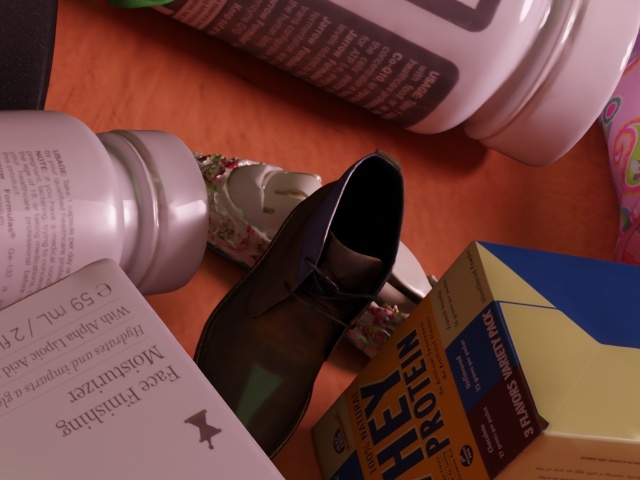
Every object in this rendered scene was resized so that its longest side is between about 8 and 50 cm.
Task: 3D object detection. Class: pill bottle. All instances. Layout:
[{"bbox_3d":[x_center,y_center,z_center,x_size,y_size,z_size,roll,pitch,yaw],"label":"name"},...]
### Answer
[{"bbox_3d":[-0.186,-0.010,1.027,0.229,0.131,0.131,-5,55,-39],"label":"pill bottle"},{"bbox_3d":[0.045,-0.204,1.325,0.361,0.204,0.204,25,41,-15],"label":"pill bottle"}]

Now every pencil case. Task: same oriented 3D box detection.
[{"bbox_3d":[0.292,-0.085,1.459,0.124,0.124,0.284,22,41,-18],"label":"pencil case"}]

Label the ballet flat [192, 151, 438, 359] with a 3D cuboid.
[{"bbox_3d":[0.000,0.000,1.196,0.241,0.077,0.091,34,41,-3],"label":"ballet flat"}]

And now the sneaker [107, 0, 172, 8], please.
[{"bbox_3d":[-0.220,-0.252,1.204,0.134,0.146,0.343,-25,42,-38],"label":"sneaker"}]

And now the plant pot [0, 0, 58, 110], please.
[{"bbox_3d":[-0.264,-0.152,1.080,0.188,0.167,0.187,-6,57,-41],"label":"plant pot"}]

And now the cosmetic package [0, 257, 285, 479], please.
[{"bbox_3d":[-0.129,0.141,0.892,0.151,0.151,0.184,-29,72,-37],"label":"cosmetic package"}]

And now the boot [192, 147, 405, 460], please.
[{"bbox_3d":[-0.015,0.039,1.061,0.082,0.106,0.219,28,57,-6],"label":"boot"}]

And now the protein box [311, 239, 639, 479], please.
[{"bbox_3d":[0.138,0.123,1.081,0.199,0.201,0.136,9,48,-30],"label":"protein box"}]
